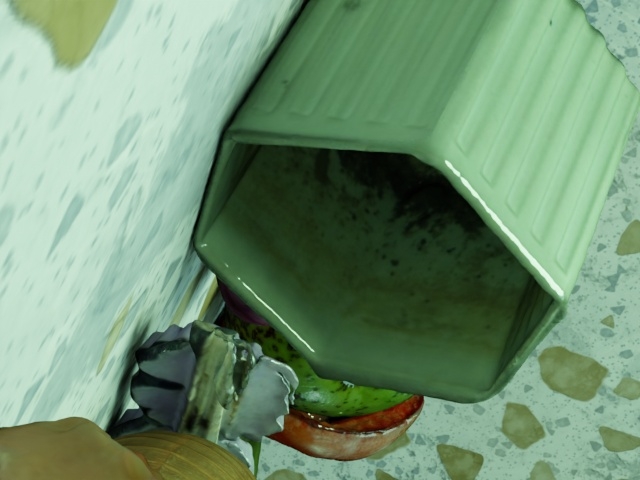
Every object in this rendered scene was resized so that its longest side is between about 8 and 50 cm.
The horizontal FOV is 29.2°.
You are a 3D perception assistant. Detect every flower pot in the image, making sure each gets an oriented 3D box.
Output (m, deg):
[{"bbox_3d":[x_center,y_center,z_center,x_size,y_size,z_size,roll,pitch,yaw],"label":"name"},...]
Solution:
[{"bbox_3d":[0.059,-0.042,0.744,0.190,0.209,0.239,-62,177,-37],"label":"flower pot"}]

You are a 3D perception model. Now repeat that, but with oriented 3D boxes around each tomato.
[{"bbox_3d":[-0.019,0.144,1.241,0.101,0.228,0.228,-62,180,28],"label":"tomato"}]

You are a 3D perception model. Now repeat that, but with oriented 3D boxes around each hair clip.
[{"bbox_3d":[-0.085,0.132,0.784,0.292,0.106,0.084,111,-1,-47],"label":"hair clip"}]

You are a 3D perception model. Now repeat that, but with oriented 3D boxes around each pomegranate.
[{"bbox_3d":[0.005,0.039,1.124,0.214,0.214,0.248,-64,-146,28],"label":"pomegranate"}]

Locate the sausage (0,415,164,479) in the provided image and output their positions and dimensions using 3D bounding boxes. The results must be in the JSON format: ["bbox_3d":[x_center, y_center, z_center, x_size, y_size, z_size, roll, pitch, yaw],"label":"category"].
[{"bbox_3d":[-0.152,0.217,0.247,0.094,0.094,0.419,-37,-158,58],"label":"sausage"}]

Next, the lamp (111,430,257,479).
[{"bbox_3d":[-0.091,0.172,0.683,0.136,0.136,0.136,-64,178,-3],"label":"lamp"}]

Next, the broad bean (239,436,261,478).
[{"bbox_3d":[-0.115,0.247,1.336,0.263,0.121,0.189,-67,169,4],"label":"broad bean"}]

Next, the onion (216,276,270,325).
[{"bbox_3d":[-0.023,0.011,0.893,0.115,0.104,0.115,-51,-165,19],"label":"onion"}]
